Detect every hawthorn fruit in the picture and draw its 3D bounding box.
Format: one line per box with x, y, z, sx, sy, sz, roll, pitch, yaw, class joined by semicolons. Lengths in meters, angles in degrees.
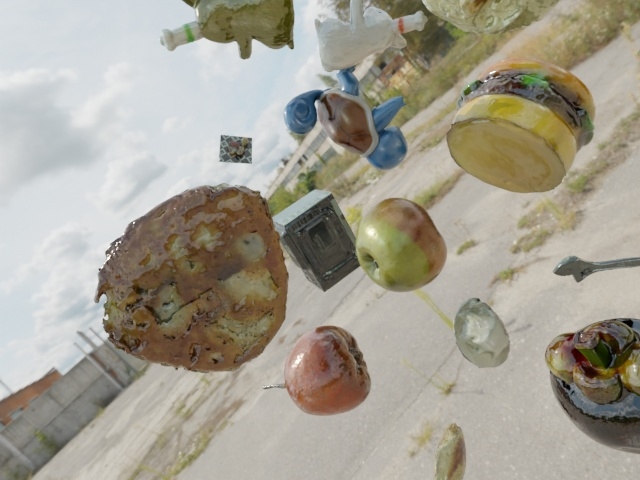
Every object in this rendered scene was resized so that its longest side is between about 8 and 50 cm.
0.016;0.362;1.125;0.262;0.231;0.235;-61;10;-7;hawthorn fruit

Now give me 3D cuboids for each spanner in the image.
0.787;0.060;1.118;0.326;0.093;0.026;-9;37;9;spanner

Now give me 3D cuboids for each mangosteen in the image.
0.576;0.259;0.813;0.275;0.302;0.275;-42;25;25;mangosteen

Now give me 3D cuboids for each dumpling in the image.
0.509;0.305;1.338;0.173;0.247;0.142;-36;7;-9;dumpling

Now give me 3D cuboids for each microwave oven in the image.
0.000;0.000;1.519;0.238;0.295;0.181;-36;23;-14;microwave oven

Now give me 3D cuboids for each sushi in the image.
-0.323;-0.354;1.618;0.026;0.126;0.120;129;141;-68;sushi

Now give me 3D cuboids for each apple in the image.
0.198;0.012;1.083;0.194;0.260;0.261;-27;2;-15;apple

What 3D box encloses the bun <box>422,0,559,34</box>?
0.385;-0.608;0.959;0.349;0.353;0.227;48;-119;-73;bun

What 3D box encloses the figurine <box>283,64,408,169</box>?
0.100;-0.387;1.312;0.298;0.417;0.242;-26;49;62;figurine

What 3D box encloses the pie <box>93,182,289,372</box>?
-0.177;0.069;0.644;0.308;0.308;0.085;-44;16;-9;pie

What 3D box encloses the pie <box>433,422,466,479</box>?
0.403;0.674;1.307;0.084;0.205;0.179;2;-6;27;pie

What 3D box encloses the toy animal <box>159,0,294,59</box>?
-0.246;-0.608;1.154;0.363;0.180;0.180;-6;7;3;toy animal

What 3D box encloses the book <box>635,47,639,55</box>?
0.983;-0.570;1.128;0.013;0.168;0.192;-1;-53;-32;book

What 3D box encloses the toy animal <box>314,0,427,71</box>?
0.120;-0.549;1.102;0.283;0.138;0.140;-20;2;7;toy animal

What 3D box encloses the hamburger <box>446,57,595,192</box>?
0.614;-0.346;1.283;0.277;0.396;0.396;-59;9;-10;hamburger
